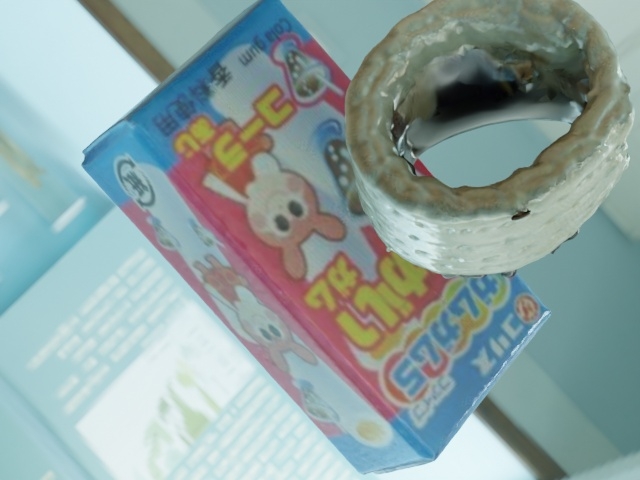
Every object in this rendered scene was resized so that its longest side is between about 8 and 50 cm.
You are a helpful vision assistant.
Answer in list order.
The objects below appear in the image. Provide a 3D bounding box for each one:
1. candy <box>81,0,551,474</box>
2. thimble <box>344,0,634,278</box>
[{"bbox_3d":[0.001,0.000,0.945,0.157,0.306,0.100,-46,-169,-30],"label":"candy"},{"bbox_3d":[0.069,-0.042,0.575,0.115,0.102,0.090,-8,161,6],"label":"thimble"}]
